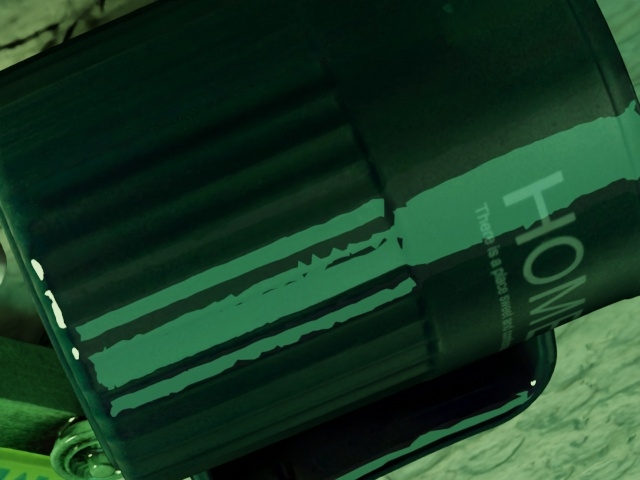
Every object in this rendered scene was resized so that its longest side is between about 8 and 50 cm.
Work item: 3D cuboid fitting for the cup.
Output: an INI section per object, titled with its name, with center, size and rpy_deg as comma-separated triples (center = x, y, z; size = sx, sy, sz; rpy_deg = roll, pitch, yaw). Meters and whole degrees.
[cup]
center = -0.008, -0.017, 0.930
size = 0.292, 0.242, 0.308
rpy_deg = -23, 160, -7

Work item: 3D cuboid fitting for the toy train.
[toy train]
center = -0.213, 0.104, 1.019
size = 0.253, 0.105, 0.157
rpy_deg = 17, 134, -39

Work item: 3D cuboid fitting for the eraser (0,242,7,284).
[eraser]
center = -0.198, 0.002, 0.916
size = 0.026, 0.105, 0.065
rpy_deg = 17, 119, -39
